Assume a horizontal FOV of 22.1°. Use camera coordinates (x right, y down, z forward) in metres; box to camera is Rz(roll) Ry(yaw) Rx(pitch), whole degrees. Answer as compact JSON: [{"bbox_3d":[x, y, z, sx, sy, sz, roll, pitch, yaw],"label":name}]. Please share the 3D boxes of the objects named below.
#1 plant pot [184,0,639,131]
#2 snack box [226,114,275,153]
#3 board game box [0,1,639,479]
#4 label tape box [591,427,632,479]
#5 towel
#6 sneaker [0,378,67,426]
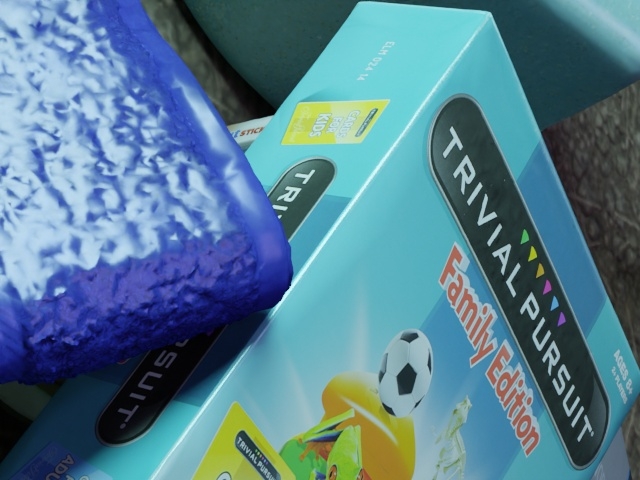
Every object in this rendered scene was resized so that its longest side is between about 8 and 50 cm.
[{"bbox_3d":[0.044,-0.211,0.930,0.252,0.248,0.247,33,59,-20],"label":"plant pot"},{"bbox_3d":[0.000,0.000,0.965,0.178,0.064,0.022,51,50,-30],"label":"snack box"},{"bbox_3d":[0.007,0.102,0.716,0.336,0.079,0.254,-54,135,-27],"label":"board game box"},{"bbox_3d":[0.119,0.155,0.986,0.348,0.115,0.249,-62,149,-32],"label":"label tape box"},{"bbox_3d":[-0.188,-0.028,0.571,0.308,0.076,0.228,-17,68,-31],"label":"towel"},{"bbox_3d":[-0.149,-0.031,0.713,0.410,0.182,0.158,30,62,-41],"label":"sneaker"}]
